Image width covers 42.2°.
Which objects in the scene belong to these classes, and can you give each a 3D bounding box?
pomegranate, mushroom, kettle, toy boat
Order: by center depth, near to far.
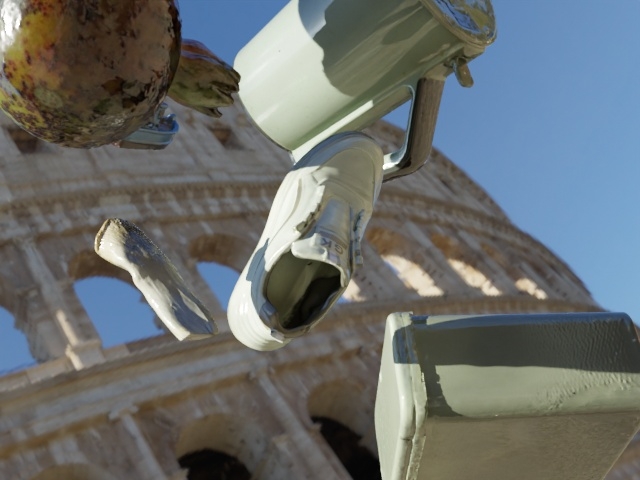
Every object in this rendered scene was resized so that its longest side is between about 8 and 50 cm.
[{"bbox_3d":[-0.189,0.050,0.959,0.059,0.202,0.054,-29,-30,-36],"label":"mushroom"},{"bbox_3d":[-0.253,-0.242,1.057,0.340,0.285,0.285,12,-58,-34],"label":"pomegranate"},{"bbox_3d":[0.074,-0.265,1.302,0.376,0.361,0.250,-31,-15,37],"label":"kettle"},{"bbox_3d":[-0.311,-0.213,1.454,0.097,0.100,0.223,-67,-13,13],"label":"toy boat"}]

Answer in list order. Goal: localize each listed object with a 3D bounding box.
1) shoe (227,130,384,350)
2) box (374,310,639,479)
[{"bbox_3d":[0.000,0.000,1.022,0.124,0.159,0.316,29,-96,-16],"label":"shoe"},{"bbox_3d":[0.267,0.256,1.240,0.343,0.177,0.352,-2,-38,-2],"label":"box"}]
